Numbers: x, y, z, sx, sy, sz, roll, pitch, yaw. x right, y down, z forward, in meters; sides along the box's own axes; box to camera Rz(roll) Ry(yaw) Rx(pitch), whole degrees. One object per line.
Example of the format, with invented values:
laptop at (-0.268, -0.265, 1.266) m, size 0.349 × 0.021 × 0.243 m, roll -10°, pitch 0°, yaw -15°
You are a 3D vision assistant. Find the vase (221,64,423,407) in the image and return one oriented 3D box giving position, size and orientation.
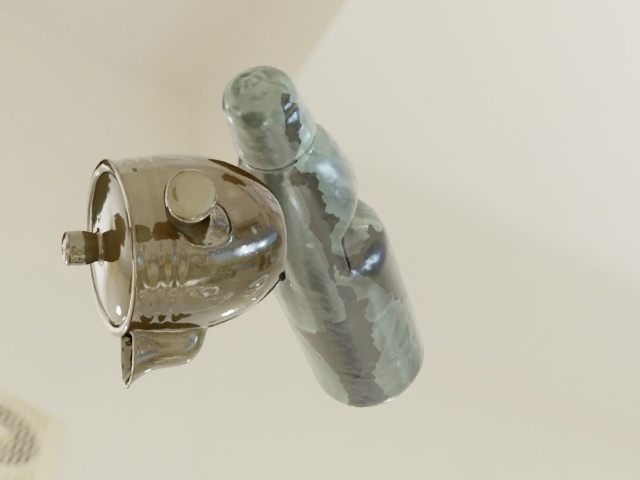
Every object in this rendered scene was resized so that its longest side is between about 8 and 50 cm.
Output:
vase at (0.000, 0.000, 0.641) m, size 0.060 × 0.060 × 0.211 m, roll 56°, pitch 173°, yaw 39°

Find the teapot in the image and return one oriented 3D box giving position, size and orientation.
teapot at (-0.046, 0.005, 0.506) m, size 0.080 × 0.110 × 0.085 m, roll -5°, pitch -101°, yaw -24°
